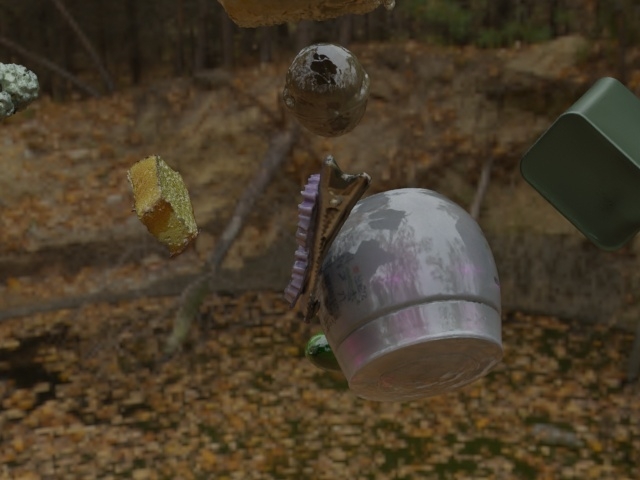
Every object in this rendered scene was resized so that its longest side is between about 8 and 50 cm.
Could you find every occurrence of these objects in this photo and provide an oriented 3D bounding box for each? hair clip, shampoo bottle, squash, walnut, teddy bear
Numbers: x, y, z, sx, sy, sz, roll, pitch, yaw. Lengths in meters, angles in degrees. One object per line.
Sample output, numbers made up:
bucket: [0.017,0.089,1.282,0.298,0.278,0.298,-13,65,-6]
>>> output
hair clip: [0.000,0.000,1.586,0.085,0.292,0.106,19,40,3]
shampoo bottle: [0.130,0.085,1.722,0.273,0.266,0.273,-11,-27,-6]
squash: [0.069,0.217,2.187,0.082,0.082,0.292,11,-6,40]
walnut: [0.010,-0.235,1.813,0.140,0.140,0.162,-7,33,-18]
teddy bear: [-0.364,-0.121,1.136,0.133,0.111,0.213,-19,34,23]

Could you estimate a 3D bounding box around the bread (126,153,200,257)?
bread: [-0.247,-0.059,1.848,0.065,0.103,0.187,-32,37,13]

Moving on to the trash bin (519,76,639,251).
trash bin: [0.455,-0.117,1.860,0.223,0.158,0.343,44,27,7]

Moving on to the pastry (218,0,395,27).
pastry: [-0.038,-0.347,1.550,0.258,0.121,0.089,0,41,17]
